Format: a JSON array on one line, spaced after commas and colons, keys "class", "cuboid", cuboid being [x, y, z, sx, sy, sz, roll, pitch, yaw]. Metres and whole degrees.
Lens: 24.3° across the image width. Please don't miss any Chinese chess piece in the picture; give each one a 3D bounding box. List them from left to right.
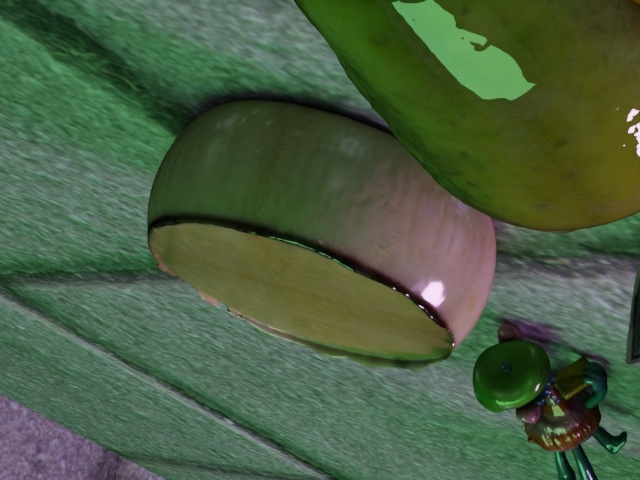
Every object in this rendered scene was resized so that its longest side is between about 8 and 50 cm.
[{"class": "Chinese chess piece", "cuboid": [0.000, 0.000, 1.080, 0.257, 0.104, 0.257, 19, 160, 7]}]

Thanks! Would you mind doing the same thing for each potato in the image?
[{"class": "potato", "cuboid": [0.082, -0.099, 0.659, 0.228, 0.148, 0.197, 44, 166, -25]}]

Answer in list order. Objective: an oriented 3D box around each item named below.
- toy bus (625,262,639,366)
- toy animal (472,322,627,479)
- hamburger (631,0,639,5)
[{"class": "toy bus", "cuboid": [0.283, 0.027, 0.892, 0.106, 0.092, 0.268, 15, 162, -13]}, {"class": "toy animal", "cuboid": [0.211, 0.148, 1.294, 0.103, 0.100, 0.208, -16, 136, 25]}, {"class": "hamburger", "cuboid": [0.143, -0.146, 0.463, 0.144, 0.157, 0.283, 11, 156, 25]}]
